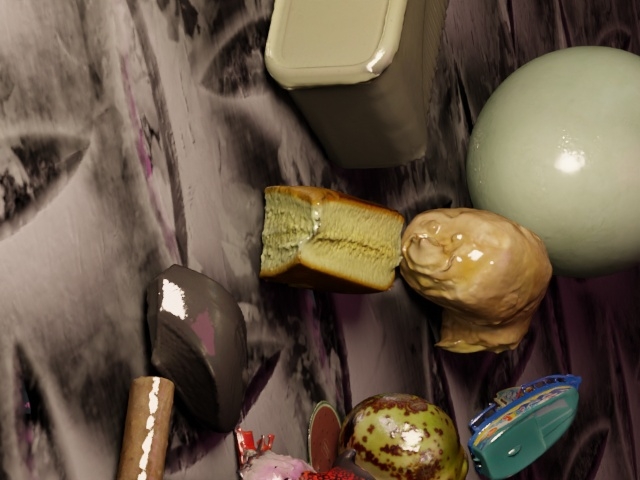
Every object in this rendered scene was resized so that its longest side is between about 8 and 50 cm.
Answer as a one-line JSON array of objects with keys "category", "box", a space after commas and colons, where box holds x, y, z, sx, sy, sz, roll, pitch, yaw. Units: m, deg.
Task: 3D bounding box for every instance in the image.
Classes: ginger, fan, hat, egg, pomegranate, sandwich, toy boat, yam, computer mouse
[{"category": "ginger", "box": [0.175, 0.038, 1.862, 0.152, 0.138, 0.267, -57, 143, -16]}, {"category": "fan", "box": [-0.001, 0.211, 1.607, 0.133, 0.005, 0.085, -71, 148, -44]}, {"category": "hat", "box": [0.027, 0.233, 1.406, 0.129, 0.227, 0.140, 51, 47, -51]}, {"category": "egg", "box": [0.319, -0.094, 2.049, 0.389, 0.276, 0.276, -31, 114, -63]}, {"category": "pomegranate", "box": [0.073, 0.221, 1.613, 0.138, 0.126, 0.163, 82, 19, -44]}, {"category": "sandwich", "box": [0.000, 0.000, 1.562, 0.244, 0.088, 0.090, 15, 80, -68]}, {"category": "toy boat", "box": [0.237, 0.205, 2.040, 0.175, 0.110, 0.091, -32, 122, -16]}, {"category": "yam", "box": [-0.145, 0.256, 1.236, 0.045, 0.045, 0.326, 21, 61, -29]}, {"category": "computer mouse", "box": [-0.087, 0.087, 1.377, 0.099, 0.057, 0.172, -80, 154, -46]}]

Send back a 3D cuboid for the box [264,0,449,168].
[{"category": "box", "box": [0.045, -0.218, 1.660, 0.178, 0.138, 0.274, 61, 36, -53]}]
